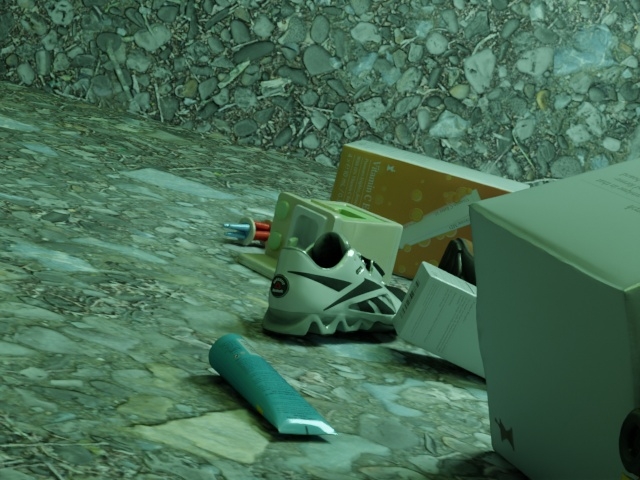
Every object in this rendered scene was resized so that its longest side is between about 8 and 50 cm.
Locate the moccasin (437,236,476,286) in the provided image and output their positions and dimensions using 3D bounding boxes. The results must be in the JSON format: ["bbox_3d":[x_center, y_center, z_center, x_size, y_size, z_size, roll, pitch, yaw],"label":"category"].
[{"bbox_3d":[0.288,0.091,2.306,0.147,0.139,0.380,17,7,-18],"label":"moccasin"}]

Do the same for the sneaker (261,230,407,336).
[{"bbox_3d":[0.044,0.061,2.088,0.122,0.146,0.330,7,3,32],"label":"sneaker"}]

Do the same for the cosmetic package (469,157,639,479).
[{"bbox_3d":[0.422,0.102,1.583,0.394,0.329,0.327,-16,22,-19],"label":"cosmetic package"}]

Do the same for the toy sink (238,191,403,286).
[{"bbox_3d":[0.000,0.000,2.410,0.234,0.131,0.153,4,14,-43],"label":"toy sink"}]

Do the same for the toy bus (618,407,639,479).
[{"bbox_3d":[0.358,0.266,1.283,0.149,0.220,0.211,9,17,-11],"label":"toy bus"}]

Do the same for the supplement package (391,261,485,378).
[{"bbox_3d":[0.209,0.121,2.039,0.179,0.105,0.105,26,8,-7],"label":"supplement package"}]

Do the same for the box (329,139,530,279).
[{"bbox_3d":[0.197,-0.042,2.669,0.345,0.215,0.168,16,11,13],"label":"box"}]

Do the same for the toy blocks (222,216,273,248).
[{"bbox_3d":[-0.091,-0.005,2.528,0.148,0.054,0.123,5,13,-39],"label":"toy blocks"}]

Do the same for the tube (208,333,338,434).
[{"bbox_3d":[-0.063,0.175,1.650,0.080,0.052,0.207,1,21,-33],"label":"tube"}]
